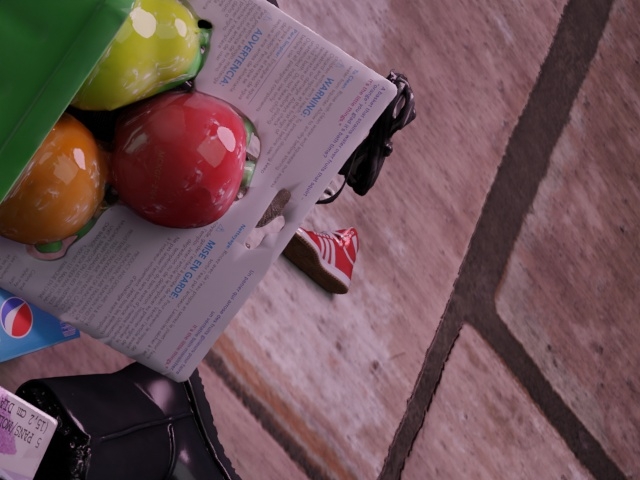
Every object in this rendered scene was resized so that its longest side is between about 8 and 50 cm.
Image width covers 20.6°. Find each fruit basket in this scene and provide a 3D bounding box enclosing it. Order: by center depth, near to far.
[{"bbox_3d":[-0.168,-0.089,1.447,0.353,0.327,0.165,29,15,-27],"label":"fruit basket"}]

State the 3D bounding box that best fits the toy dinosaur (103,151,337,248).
[{"bbox_3d":[-0.142,-0.060,1.693,0.313,0.121,0.160,23,47,-23],"label":"toy dinosaur"}]

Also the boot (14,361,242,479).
[{"bbox_3d":[-0.168,0.226,1.575,0.207,0.094,0.247,-14,84,-54],"label":"boot"}]

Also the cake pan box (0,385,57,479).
[{"bbox_3d":[-0.347,0.181,1.288,0.267,0.070,0.246,35,56,-20],"label":"cake pan box"}]

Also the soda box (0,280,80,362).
[{"bbox_3d":[-0.304,0.077,1.474,0.210,0.071,0.067,-15,93,-51],"label":"soda box"}]

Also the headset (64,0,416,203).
[{"bbox_3d":[-0.106,-0.174,1.582,0.394,0.185,0.243,35,40,7],"label":"headset"}]

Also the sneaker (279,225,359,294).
[{"bbox_3d":[0.000,0.000,1.877,0.118,0.042,0.067,47,52,-42],"label":"sneaker"}]
